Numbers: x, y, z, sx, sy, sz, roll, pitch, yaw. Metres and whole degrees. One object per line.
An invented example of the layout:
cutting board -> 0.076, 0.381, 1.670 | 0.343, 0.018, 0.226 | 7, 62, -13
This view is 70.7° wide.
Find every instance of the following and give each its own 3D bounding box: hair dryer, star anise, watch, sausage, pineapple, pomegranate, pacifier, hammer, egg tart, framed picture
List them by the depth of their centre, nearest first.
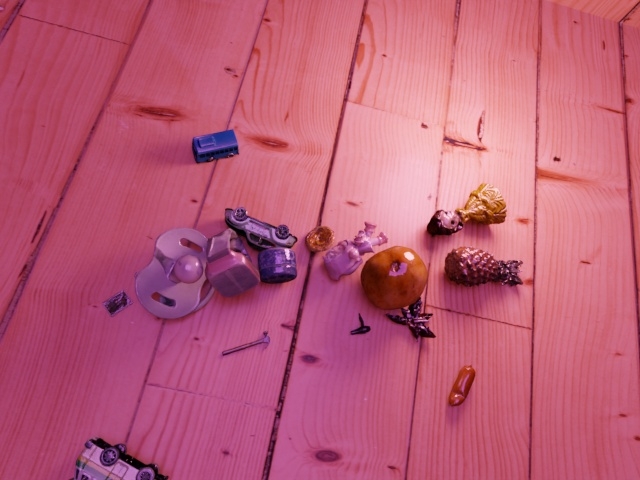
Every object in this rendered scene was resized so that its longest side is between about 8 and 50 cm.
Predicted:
pacifier -> -0.481, 0.117, 1.606 | 0.288, 0.269, 0.343 | 29, 70, -26
watch -> -0.323, 0.064, 1.645 | 0.162, 0.253, 0.241 | -22, 52, 2
framed picture -> -0.743, 0.229, 1.649 | 0.089, 0.006, 0.066 | -36, 81, -19
hammer -> -0.274, 0.393, 1.672 | 0.182, 0.017, 0.062 | -17, 75, -14
pomegranate -> 0.284, 0.148, 1.740 | 0.261, 0.260, 0.260 | 3, 71, -9
sausage -> 0.548, 0.562, 1.741 | 0.062, 0.054, 0.183 | 18, 67, 31
hair dryer -> 0.150, 0.328, 1.770 | 0.079, 0.031, 0.083 | -12, 59, -5
star anise -> 0.380, 0.306, 1.799 | 0.212, 0.053, 0.157 | 37, 70, 6
egg tart -> 0.000, 0.000, 1.830 | 0.129, 0.049, 0.128 | -8, 55, 11
pineapple -> 0.695, 0.110, 1.878 | 0.362, 0.175, 0.174 | 1, 71, -19

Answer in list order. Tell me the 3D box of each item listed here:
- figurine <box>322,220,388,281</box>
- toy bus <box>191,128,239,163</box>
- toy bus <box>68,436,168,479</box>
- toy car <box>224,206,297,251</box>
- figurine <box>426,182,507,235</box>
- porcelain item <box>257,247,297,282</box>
figurine -> 0.132, 0.042, 1.786 | 0.276, 0.200, 0.133 | -37, 108, -3
toy bus -> -0.437, -0.391, 1.868 | 0.185, 0.106, 0.090 | -17, 77, -15
toy bus -> -0.640, 0.749, 1.418 | 0.276, 0.133, 0.164 | 29, 68, 1
toy car -> -0.243, -0.027, 1.762 | 0.306, 0.136, 0.125 | 21, 78, -3
figurine -> 0.610, -0.109, 1.922 | 0.316, 0.168, 0.187 | -21, 103, -18
porcelain item -> -0.164, 0.101, 1.723 | 0.147, 0.147, 0.114 | -2, 72, -11
